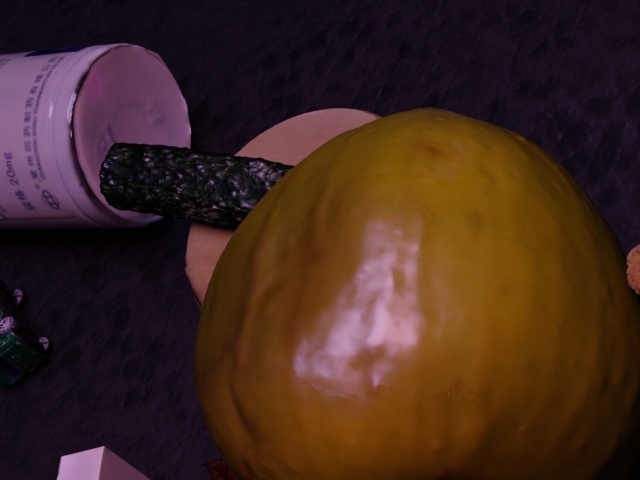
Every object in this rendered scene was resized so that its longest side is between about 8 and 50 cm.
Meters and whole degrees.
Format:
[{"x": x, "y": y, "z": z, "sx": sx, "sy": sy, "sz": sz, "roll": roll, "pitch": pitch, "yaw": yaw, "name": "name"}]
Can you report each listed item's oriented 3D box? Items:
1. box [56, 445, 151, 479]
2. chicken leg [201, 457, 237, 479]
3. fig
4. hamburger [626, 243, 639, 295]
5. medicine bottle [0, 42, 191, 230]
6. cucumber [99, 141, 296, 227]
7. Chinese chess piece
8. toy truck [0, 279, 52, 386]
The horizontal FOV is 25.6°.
[{"x": -0.169, "y": 0.259, "z": 1.164, "sx": 0.051, "sy": 0.130, "sz": 0.129, "roll": -15, "pitch": 50, "yaw": 24, "name": "box"}, {"x": -0.028, "y": 0.230, "z": 1.140, "sx": 0.105, "sy": 0.063, "sz": 0.234, "roll": -34, "pitch": 42, "yaw": 2, "name": "chicken leg"}, {"x": 0.076, "y": 0.061, "z": 1.007, "sx": 0.343, "sy": 0.343, "sz": 0.343, "roll": -19, "pitch": 49, "yaw": 22, "name": "fig"}, {"x": 0.337, "y": 0.037, "z": 0.906, "sx": 0.124, "sy": 0.262, "sz": 0.131, "roll": -66, "pitch": 5, "yaw": -28, "name": "hamburger"}, {"x": -0.320, "y": -0.105, "z": 1.507, "sx": 0.332, "sy": 0.190, "sz": 0.190, "roll": 0, "pitch": 58, "yaw": 34, "name": "medicine bottle"}, {"x": -0.076, "y": -0.043, "z": 1.241, "sx": 0.293, "sy": 0.067, "sz": 0.068, "roll": 9, "pitch": 63, "yaw": 37, "name": "cucumber"}, {"x": 0.000, "y": 0.000, "z": 1.271, "sx": 0.250, "sy": 0.097, "sz": 0.251, "roll": -18, "pitch": 50, "yaw": 23, "name": "Chinese chess piece"}, {"x": -0.341, "y": 0.088, "z": 1.463, "sx": 0.079, "sy": 0.065, "sz": 0.147, "roll": -45, "pitch": 44, "yaw": 1, "name": "toy truck"}]
